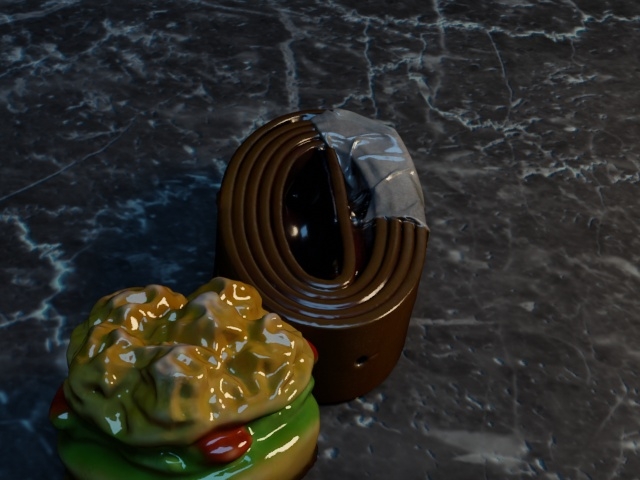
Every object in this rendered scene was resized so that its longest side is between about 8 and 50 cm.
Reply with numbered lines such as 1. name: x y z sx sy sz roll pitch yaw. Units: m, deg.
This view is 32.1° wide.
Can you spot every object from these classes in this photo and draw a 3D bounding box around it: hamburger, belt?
1. hamburger: -0.109 0.114 0.924 0.237 0.149 0.237 -2 21 1
2. belt: 0.000 0.000 1.138 0.217 0.122 0.339 4 41 -4
